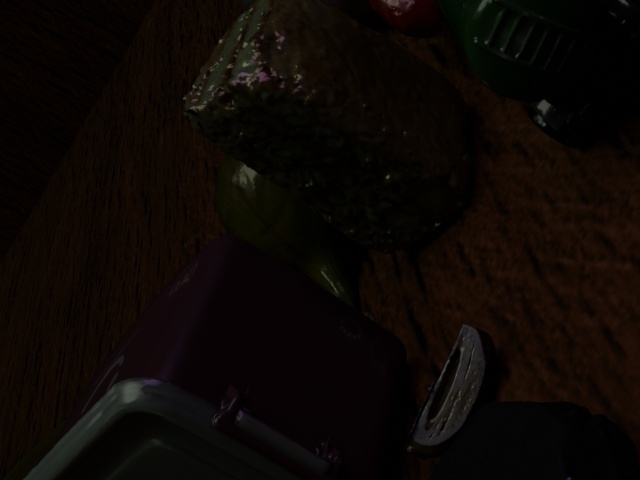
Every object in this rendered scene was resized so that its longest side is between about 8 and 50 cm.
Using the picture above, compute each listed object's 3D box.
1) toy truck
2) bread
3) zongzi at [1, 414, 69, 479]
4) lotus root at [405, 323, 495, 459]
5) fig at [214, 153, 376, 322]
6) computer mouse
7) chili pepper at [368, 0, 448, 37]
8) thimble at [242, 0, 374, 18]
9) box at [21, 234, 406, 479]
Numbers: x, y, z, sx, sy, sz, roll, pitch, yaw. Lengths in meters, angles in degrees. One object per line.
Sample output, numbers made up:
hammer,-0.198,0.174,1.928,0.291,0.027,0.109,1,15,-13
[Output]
toy truck,0.129,-0.153,0.850,0.101,0.125,0.242,-55,18,22
bread,0.012,-0.091,0.963,0.102,0.196,0.138,-45,19,34
zongzi,-0.284,0.319,1.272,0.300,0.138,0.286,-61,20,-4
lotus root,0.079,0.091,0.779,0.083,0.030,0.037,-62,-13,-11
fig,0.000,0.000,1.056,0.124,0.124,0.236,-54,44,23
computer mouse,0.069,0.170,0.619,0.217,0.073,0.122,-54,21,3
chili pepper,0.086,-0.252,1.134,0.136,0.144,0.253,-56,32,34
thimble,0.007,-0.312,1.319,0.211,0.185,0.149,-49,15,-15
box,-0.078,0.146,0.891,0.294,0.193,0.167,-45,16,42
